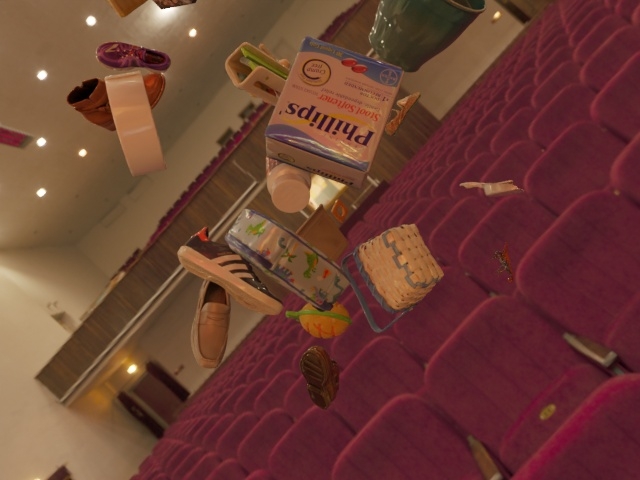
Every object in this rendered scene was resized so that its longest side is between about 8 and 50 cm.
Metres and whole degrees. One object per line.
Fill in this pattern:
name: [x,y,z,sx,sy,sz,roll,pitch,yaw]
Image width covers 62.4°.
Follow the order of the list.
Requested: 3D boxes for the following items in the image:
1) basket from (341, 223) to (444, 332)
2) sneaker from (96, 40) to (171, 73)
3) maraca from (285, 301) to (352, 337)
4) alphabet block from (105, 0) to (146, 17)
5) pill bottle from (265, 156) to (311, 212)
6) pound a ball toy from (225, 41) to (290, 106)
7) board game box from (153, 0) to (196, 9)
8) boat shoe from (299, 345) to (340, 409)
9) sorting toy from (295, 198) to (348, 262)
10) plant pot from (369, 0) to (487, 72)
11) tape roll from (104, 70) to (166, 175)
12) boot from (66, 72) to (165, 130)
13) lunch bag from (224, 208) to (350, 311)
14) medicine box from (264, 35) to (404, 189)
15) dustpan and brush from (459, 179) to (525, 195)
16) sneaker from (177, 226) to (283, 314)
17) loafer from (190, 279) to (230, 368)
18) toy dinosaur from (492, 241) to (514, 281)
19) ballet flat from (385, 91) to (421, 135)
basket: [0.197,0.107,1.538,0.201,0.255,0.289,-10,-22,-47]
sneaker: [-0.441,-0.441,1.254,0.169,0.068,0.071,-3,5,-21]
maraca: [-0.005,0.199,1.353,0.185,0.127,0.099,-6,62,40]
alphabet block: [-0.490,-0.698,1.264,0.193,0.192,0.197,-39,-32,-6]
pill bottle: [-0.087,-0.177,1.442,0.121,0.121,0.221,-48,28,25]
pound a ball toy: [-0.203,-0.581,1.867,0.135,0.208,0.319,-38,-22,22]
board game box: [-0.503,-0.807,1.588,0.243,0.165,0.042,40,-116,-51]
boat shoe: [0.006,0.447,1.811,0.104,0.110,0.307,-43,-34,-35]
sorting toy: [0.000,0.000,1.805,0.047,0.196,0.348,-11,31,44]
plant pot: [0.274,-0.629,1.486,0.271,0.271,0.255,-46,-3,-46]
tape roll: [-0.523,-0.331,1.507,0.100,0.286,0.286,-15,-10,-13]
boot: [-0.659,-0.485,1.712,0.283,0.109,0.220,-32,-15,5]
lunch bag: [-0.062,0.035,0.974,0.090,0.219,0.176,-55,33,-5]
medicine box: [0.033,-0.312,1.320,0.149,0.263,0.289,104,-174,-76]
dustpan and brush: [0.584,-0.182,1.812,0.211,0.060,0.147,-7,-3,29]
sneaker: [-0.239,0.081,1.556,0.148,0.350,0.131,-56,-2,-28]
loafer: [-0.328,0.229,1.599,0.111,0.112,0.320,117,153,-44]
toy dinosaur: [0.486,0.065,1.383,0.090,0.082,0.047,-49,0,29]
ballet flat: [0.320,-0.516,2.104,0.206,0.067,0.073,-57,7,1]
